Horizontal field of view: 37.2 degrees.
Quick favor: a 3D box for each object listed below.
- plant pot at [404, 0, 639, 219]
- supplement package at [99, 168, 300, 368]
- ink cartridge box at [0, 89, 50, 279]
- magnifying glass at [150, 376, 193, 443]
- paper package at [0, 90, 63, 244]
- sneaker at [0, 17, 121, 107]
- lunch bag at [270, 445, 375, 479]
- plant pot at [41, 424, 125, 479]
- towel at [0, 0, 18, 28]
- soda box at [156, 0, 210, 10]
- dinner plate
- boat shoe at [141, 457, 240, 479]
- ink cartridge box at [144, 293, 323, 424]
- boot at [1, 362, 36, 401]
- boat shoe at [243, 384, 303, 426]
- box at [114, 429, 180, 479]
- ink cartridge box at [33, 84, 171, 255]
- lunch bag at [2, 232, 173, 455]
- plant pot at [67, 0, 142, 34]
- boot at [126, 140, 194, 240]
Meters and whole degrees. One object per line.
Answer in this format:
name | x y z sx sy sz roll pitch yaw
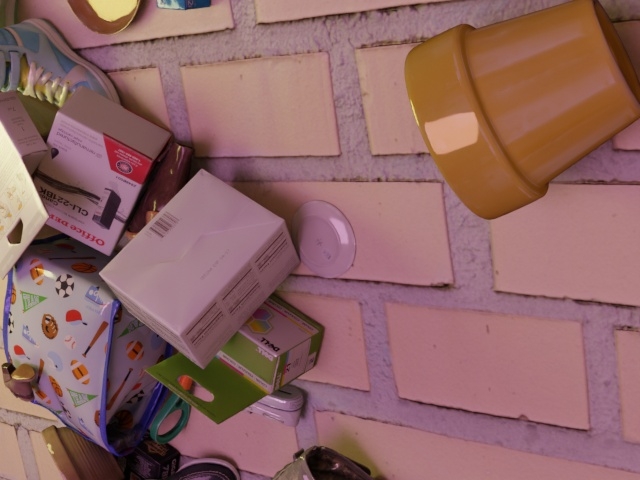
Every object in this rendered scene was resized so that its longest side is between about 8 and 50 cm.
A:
plant pot | 0.273 -0.186 1.225 0.239 0.254 0.253 -25 89 26
supplement package | -0.204 0.047 1.649 0.204 0.262 0.145 32 159 27
ink cartridge box | -0.601 -0.100 1.829 0.296 0.066 0.261 -38 80 47
magnifying glass | -0.291 0.326 1.969 0.026 0.092 0.230 34 114 29
paper package | -0.694 -0.176 2.053 0.325 0.168 0.309 34 124 24
sneaker | -0.554 -0.306 1.863 0.319 0.208 0.127 41 127 19
lunch bag | 0.017 0.522 1.724 0.287 0.169 0.235 49 130 9
plant pot | -0.496 0.486 2.048 0.237 0.110 0.237 52 162 26
towel | -0.657 -0.446 1.942 0.023 0.152 0.113 13 119 5
soda box | -0.238 -0.504 1.626 0.071 0.067 0.210 14 115 35
dinner plate | 0.000 0.000 1.650 0.141 0.017 0.141 16 117 34
boat shoe | -0.306 0.544 1.997 0.303 0.091 0.114 -27 104 25
ink cartridge box | -0.149 0.192 1.678 0.189 0.255 0.097 31 125 27
boot | -0.610 0.296 1.959 0.119 0.042 0.086 13 131 39
boat shoe | -0.136 0.298 1.823 0.226 0.083 0.075 18 115 33
box | -0.463 0.539 2.185 0.296 0.073 0.293 26 121 29
ink cartridge box | -0.435 -0.129 1.842 0.197 0.114 0.272 28 129 -7
lunch bag | -0.481 0.216 1.978 0.328 0.239 0.385 23 111 31
plant pot | -0.405 -0.507 1.786 0.236 0.032 0.236 15 116 35
boot | -0.294 -0.085 1.813 0.248 0.090 0.206 -163 90 -72
